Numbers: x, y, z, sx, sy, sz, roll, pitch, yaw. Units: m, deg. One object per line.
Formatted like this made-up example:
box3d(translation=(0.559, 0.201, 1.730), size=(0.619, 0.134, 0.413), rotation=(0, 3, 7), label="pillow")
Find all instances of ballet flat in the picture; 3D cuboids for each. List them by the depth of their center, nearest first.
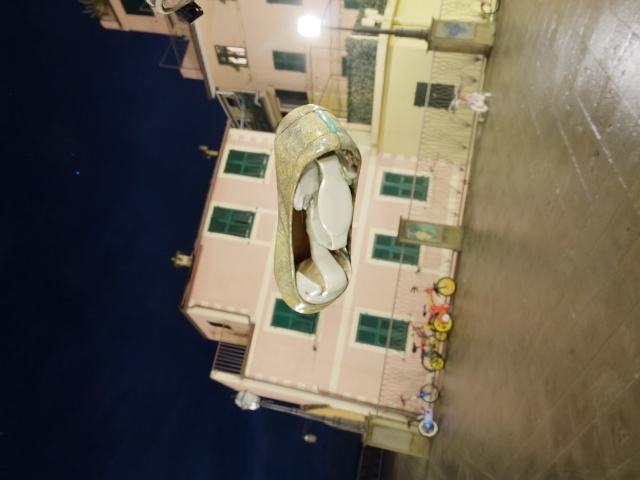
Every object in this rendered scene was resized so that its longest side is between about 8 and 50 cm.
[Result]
box3d(translation=(0.000, 0.000, 0.577), size=(0.123, 0.123, 0.349), rotation=(-69, -17, -52), label="ballet flat")

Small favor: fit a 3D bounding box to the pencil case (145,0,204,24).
box3d(translation=(-0.257, -0.449, 0.455), size=(0.159, 0.410, 0.184), rotation=(-39, 16, 20), label="pencil case")
